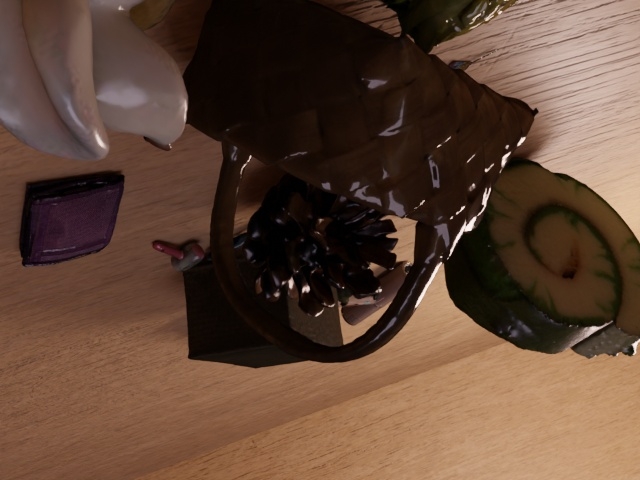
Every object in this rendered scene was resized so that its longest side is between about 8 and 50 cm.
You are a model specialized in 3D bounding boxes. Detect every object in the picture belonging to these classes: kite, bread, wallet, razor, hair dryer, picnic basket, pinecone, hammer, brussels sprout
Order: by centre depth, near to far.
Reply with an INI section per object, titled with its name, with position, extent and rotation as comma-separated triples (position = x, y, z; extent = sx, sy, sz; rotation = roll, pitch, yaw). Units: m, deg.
[brussels sprout]
position = 0.144, -0.247, 0.762
extent = 0.139, 0.101, 0.181
rotation = -14, 159, -48
[picnic basket]
position = 0.003, -0.046, 0.769
extent = 0.337, 0.293, 0.337
rotation = -30, 135, -35
[wallet]
position = -0.296, -0.021, 0.956
extent = 0.111, 0.030, 0.166
rotation = -10, 155, -28
[kite]
position = 0.179, -0.219, 0.991
extent = 0.078, 0.002, 0.044
rotation = -33, 157, 30
[pinecone]
position = 0.003, 0.000, 1.078
extent = 0.201, 0.203, 0.229
rotation = 2, 169, 26
[hammer]
position = -0.208, 0.017, 1.148
extent = 0.052, 0.031, 0.083
rotation = -34, 146, 21
[razor]
position = -0.099, -0.004, 1.205
extent = 0.154, 0.044, 0.028
rotation = -18, 129, -3
[bread]
position = 0.369, 0.043, 1.299
extent = 0.366, 0.382, 0.129
rotation = -39, 173, -45
[hair dryer]
position = 0.064, 0.101, 1.614
extent = 0.220, 0.054, 0.195
rotation = 10, 142, -44

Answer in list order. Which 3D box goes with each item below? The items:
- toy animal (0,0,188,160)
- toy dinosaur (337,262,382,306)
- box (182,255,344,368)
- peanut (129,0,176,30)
[toy animal]
position = -0.081, -0.212, 0.436
extent = 0.310, 0.247, 0.183
rotation = -35, 177, -5
[toy dinosaur]
position = 0.021, 0.079, 1.445
extent = 0.187, 0.087, 0.179
rotation = -38, 156, 32
[box]
position = -0.083, 0.121, 1.304
extent = 0.184, 0.143, 0.273
rotation = -12, 164, 17
[peanut]
position = -0.112, -0.217, 0.605
extent = 0.174, 0.080, 0.080
rotation = -31, 158, 30
